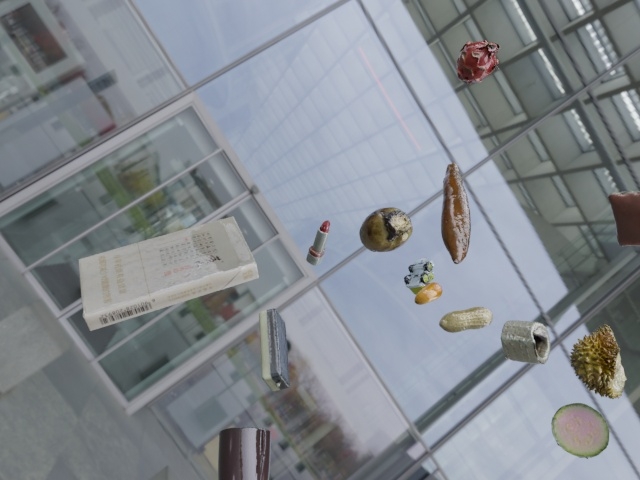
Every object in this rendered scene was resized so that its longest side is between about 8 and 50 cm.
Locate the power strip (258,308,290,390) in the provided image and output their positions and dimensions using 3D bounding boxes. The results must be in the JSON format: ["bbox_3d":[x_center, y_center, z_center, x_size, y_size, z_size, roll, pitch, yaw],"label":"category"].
[{"bbox_3d":[-0.150,0.351,1.684,0.105,0.070,0.257,65,12,-48],"label":"power strip"}]

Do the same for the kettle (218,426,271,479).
[{"bbox_3d":[-0.212,0.640,1.416,0.202,0.144,0.232,117,-24,-55],"label":"kettle"}]

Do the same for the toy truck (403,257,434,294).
[{"bbox_3d":[0.300,0.107,1.543,0.076,0.111,0.077,-13,-52,46],"label":"toy truck"}]

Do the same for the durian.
[{"bbox_3d":[0.786,0.343,1.494,0.250,0.138,0.183,46,29,-36],"label":"durian"}]

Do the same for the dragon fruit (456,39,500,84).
[{"bbox_3d":[0.518,-0.597,1.742,0.133,0.136,0.166,64,-24,9],"label":"dragon fruit"}]

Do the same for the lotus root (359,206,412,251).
[{"bbox_3d":[0.229,-0.035,1.905,0.314,0.169,0.141,134,-40,-65],"label":"lotus root"}]

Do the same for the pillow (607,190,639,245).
[{"bbox_3d":[0.963,-0.070,1.575,0.171,0.075,0.179,-4,-71,50],"label":"pillow"}]

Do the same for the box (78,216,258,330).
[{"bbox_3d":[-0.341,0.062,1.178,0.204,0.365,0.051,-125,-157,-48],"label":"box"}]

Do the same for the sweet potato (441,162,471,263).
[{"bbox_3d":[0.254,-0.061,0.990,0.057,0.057,0.264,70,24,-47],"label":"sweet potato"}]

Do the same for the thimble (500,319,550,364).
[{"bbox_3d":[0.520,0.256,1.329,0.090,0.102,0.115,-2,-29,47],"label":"thimble"}]

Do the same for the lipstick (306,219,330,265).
[{"bbox_3d":[-0.001,-0.001,1.871,0.057,0.063,0.186,32,-51,18],"label":"lipstick"}]

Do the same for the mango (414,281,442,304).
[{"bbox_3d":[0.274,0.138,1.343,0.046,0.089,0.060,59,-28,5],"label":"mango"}]

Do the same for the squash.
[{"bbox_3d":[0.534,0.381,1.083,0.105,0.105,0.132,48,13,26],"label":"squash"}]

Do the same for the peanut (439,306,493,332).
[{"bbox_3d":[0.582,0.318,2.119,0.098,0.214,0.090,-113,-166,-87],"label":"peanut"}]
